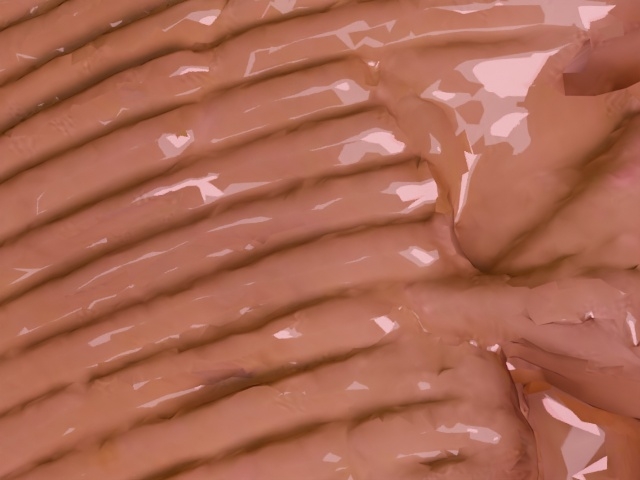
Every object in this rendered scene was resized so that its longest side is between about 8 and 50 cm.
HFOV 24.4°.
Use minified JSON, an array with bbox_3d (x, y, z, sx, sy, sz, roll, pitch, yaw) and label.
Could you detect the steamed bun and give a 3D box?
[{"bbox_3d":[0.000,0.000,0.505,0.339,0.247,0.352,-28,71,5],"label":"steamed bun"}]
